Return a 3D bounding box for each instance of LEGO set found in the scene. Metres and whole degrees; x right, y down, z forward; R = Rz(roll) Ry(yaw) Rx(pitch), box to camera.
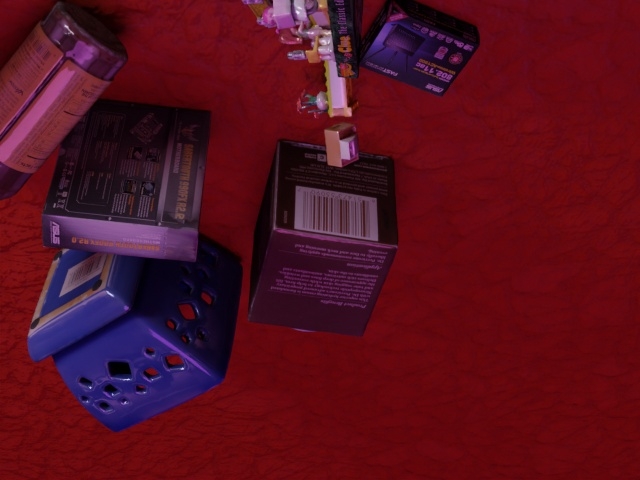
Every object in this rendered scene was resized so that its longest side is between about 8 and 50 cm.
[{"bbox_3d":[-0.023,-0.214,1.236,0.107,0.132,0.287,0,145,14],"label":"LEGO set"}]

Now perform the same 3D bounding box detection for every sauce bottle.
[{"bbox_3d":[-0.377,-0.129,1.259,0.344,0.111,0.111,-45,124,14],"label":"sauce bottle"}]

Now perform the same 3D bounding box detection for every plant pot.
[{"bbox_3d":[-0.273,0.101,1.508,0.236,0.236,0.212,-28,125,29],"label":"plant pot"}]

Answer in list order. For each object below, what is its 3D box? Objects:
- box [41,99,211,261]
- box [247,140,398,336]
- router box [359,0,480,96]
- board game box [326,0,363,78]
[{"bbox_3d":[-0.234,-0.080,1.298,0.183,0.231,0.056,6,135,-7],"label":"box"},{"bbox_3d":[0.000,0.000,1.432,0.168,0.167,0.203,9,138,-10],"label":"box"},{"bbox_3d":[0.118,-0.235,1.265,0.122,0.038,0.092,18,136,-18],"label":"router box"},{"bbox_3d":[0.025,-0.281,1.069,0.030,0.136,0.260,5,164,6],"label":"board game box"}]
